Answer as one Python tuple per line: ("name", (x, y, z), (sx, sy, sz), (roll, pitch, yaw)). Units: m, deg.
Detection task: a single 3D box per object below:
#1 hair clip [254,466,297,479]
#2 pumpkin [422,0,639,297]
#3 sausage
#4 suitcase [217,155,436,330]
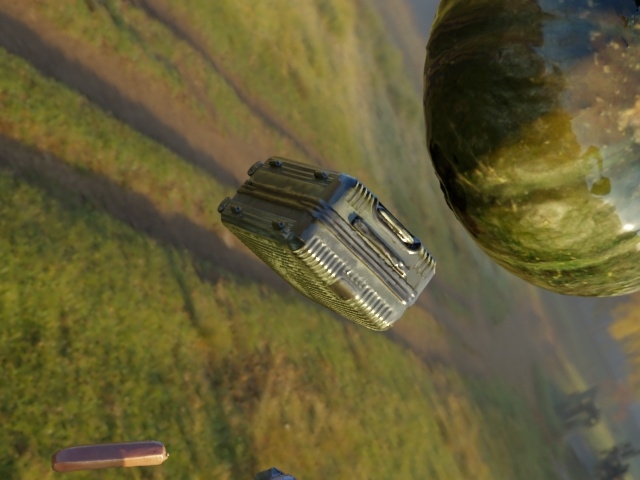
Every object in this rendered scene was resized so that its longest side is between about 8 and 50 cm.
("hair clip", (-0.034, 0.284, 0.890), (0.052, 0.124, 0.195), (11, 62, -34))
("pumpkin", (0.315, -0.158, 1.289), (0.454, 0.344, 0.454), (19, 67, -54))
("sausage", (-0.265, 0.272, 1.388), (0.030, 0.147, 0.035), (127, -43, -62))
("suitcase", (0.000, 0.000, 1.429), (0.202, 0.128, 0.312), (44, -11, -25))
